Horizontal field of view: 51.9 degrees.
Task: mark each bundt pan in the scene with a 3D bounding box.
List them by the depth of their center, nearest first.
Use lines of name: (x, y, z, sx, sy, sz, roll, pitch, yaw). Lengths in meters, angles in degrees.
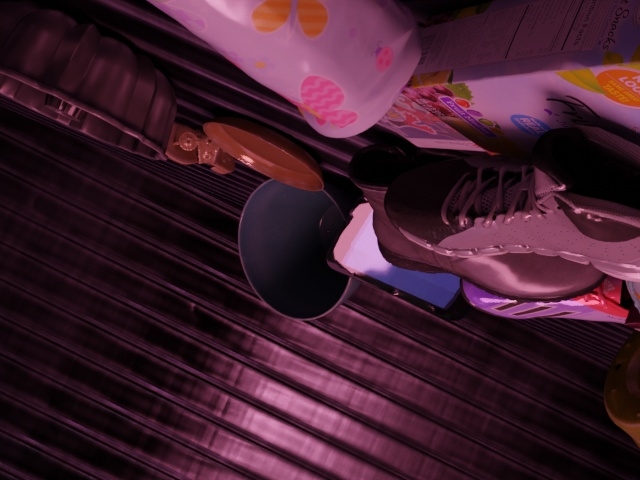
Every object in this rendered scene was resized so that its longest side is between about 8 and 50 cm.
bundt pan: (-0.362, -0.244, 0.987, 0.331, 0.124, 0.331, 23, 175, 2)

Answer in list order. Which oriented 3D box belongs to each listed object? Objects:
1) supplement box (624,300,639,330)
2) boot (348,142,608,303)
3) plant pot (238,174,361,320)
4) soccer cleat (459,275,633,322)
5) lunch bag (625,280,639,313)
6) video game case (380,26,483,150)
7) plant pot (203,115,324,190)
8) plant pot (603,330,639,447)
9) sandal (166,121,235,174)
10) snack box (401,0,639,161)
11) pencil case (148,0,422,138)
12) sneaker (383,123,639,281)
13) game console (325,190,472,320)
supplement box: (0.509, 0.097, 0.841, 0.188, 0.104, 0.081, 22, 175, 9)
boot: (0.210, -0.023, 0.859, 0.338, 0.118, 0.222, 5, 153, 18)
plant pot: (0.000, 0.000, 1.367, 0.290, 0.290, 0.195, 20, -159, 32)
soccer cleat: (0.366, 0.066, 0.950, 0.318, 0.108, 0.116, 7, 170, -2)
lunch bag: (0.437, 0.052, 0.654, 0.224, 0.107, 0.279, 20, 174, 32)
video game case: (0.097, -0.138, 0.641, 0.201, 0.023, 0.183, 26, 174, -36)
plant pot: (-0.094, -0.157, 1.162, 0.236, 0.032, 0.236, 26, 171, 5)
plant pot: (0.664, 0.283, 1.033, 0.353, 0.366, 0.366, 35, 174, -4)
sandal: (-0.229, -0.196, 1.345, 0.079, 0.088, 0.240, -15, 166, 24)
snack box: (0.183, -0.094, 0.445, 0.174, 0.070, 0.207, 26, 173, -29)
pencil case: (-0.049, -0.171, 0.413, 0.273, 0.113, 0.124, 28, -172, -47)
sneaker: (0.134, -0.039, 0.443, 0.229, 0.086, 0.132, 9, 164, 30)
game console: (0.188, 0.022, 1.092, 0.293, 0.173, 0.250, 23, 175, -10)
